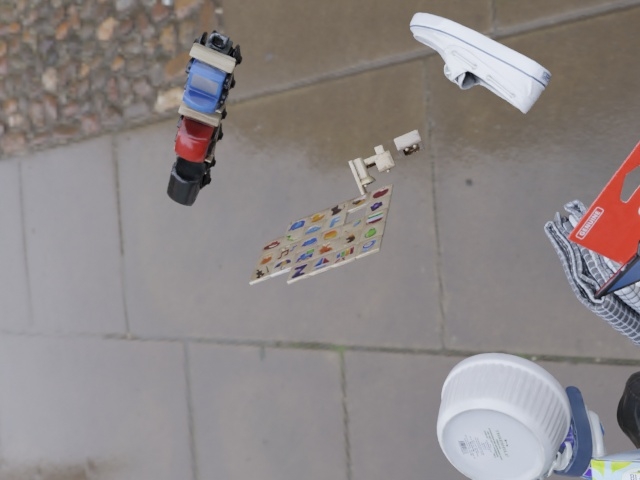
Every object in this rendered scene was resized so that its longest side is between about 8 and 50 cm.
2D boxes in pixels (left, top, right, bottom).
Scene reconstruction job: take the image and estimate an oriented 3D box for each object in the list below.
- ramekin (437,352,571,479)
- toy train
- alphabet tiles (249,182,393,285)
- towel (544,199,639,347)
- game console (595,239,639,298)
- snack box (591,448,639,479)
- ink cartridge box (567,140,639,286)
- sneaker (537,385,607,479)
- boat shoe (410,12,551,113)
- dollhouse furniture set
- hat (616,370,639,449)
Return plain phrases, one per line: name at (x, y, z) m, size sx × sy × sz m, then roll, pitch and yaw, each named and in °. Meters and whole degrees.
ramekin at (0.280, 0.289, 1.544) m, size 0.207 × 0.109 × 0.207 m, roll 12°, pitch 127°, yaw 17°
toy train at (-0.069, -0.062, 0.555) m, size 0.158 × 0.027 × 0.036 m, roll 117°, pitch 176°, yaw -61°
alphabet tiles at (0.000, 0.000, 1.561) m, size 0.237 × 0.198 × 0.009 m, roll -21°, pitch 116°, yaw 23°
towel at (0.585, 0.073, 2.009) m, size 0.121 × 0.235 × 0.284 m, roll -43°, pitch 37°, yaw 20°
game console at (0.391, 0.031, 1.071) m, size 0.124 × 0.144 × 0.085 m, roll 22°, pitch 115°, yaw 40°
snack box at (0.229, 0.211, 0.530) m, size 0.070 × 0.174 × 0.207 m, roll -13°, pitch 80°, yaw 49°
ink cartridge box at (0.548, -0.048, 1.478) m, size 0.275 × 0.238 × 0.060 m, roll -58°, pitch 20°, yaw 24°
sneaker at (0.448, 0.420, 1.896) m, size 0.236 × 0.323 × 0.130 m, roll 26°, pitch 132°, yaw 6°
boat shoe at (0.236, -0.282, 1.564) m, size 0.258 × 0.095 × 0.084 m, roll 33°, pitch 96°, yaw 32°
dollhouse furniture set at (0.149, -0.124, 1.962) m, size 0.151 × 0.144 × 0.123 m, roll -22°, pitch 84°, yaw 7°
hat at (0.729, 0.346, 1.878) m, size 0.331 × 0.134 × 0.331 m, roll 41°, pitch 150°, yaw 30°
